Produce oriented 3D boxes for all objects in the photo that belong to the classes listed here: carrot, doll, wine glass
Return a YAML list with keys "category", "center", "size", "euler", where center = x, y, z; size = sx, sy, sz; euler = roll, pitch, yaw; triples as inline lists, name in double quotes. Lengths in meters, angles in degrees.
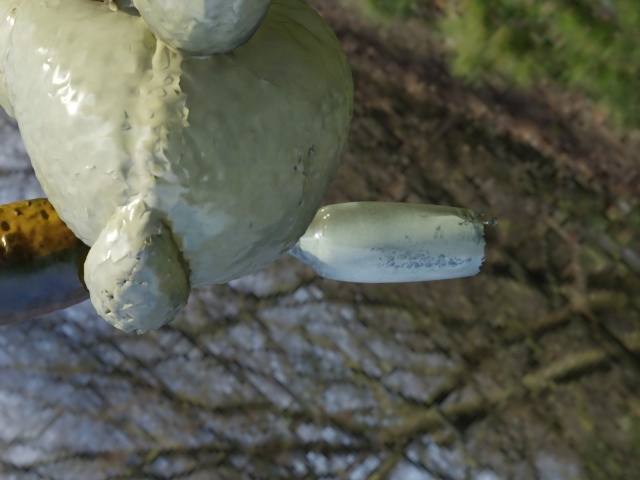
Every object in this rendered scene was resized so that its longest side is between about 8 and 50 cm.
- category: "carrot"
  center: [-0.168, 0.013, 0.745]
  size: [0.066, 0.314, 0.066]
  euler: [167, 90, -74]
- category: "doll"
  center: [-0.053, -0.120, 0.562]
  size: [0.149, 0.278, 0.175]
  euler: [17, -155, 19]
- category: "wine glass"
  center: [0.000, 0.000, 1.212]
  size: [0.262, 0.074, 0.074]
  euler: [1, -167, -11]
